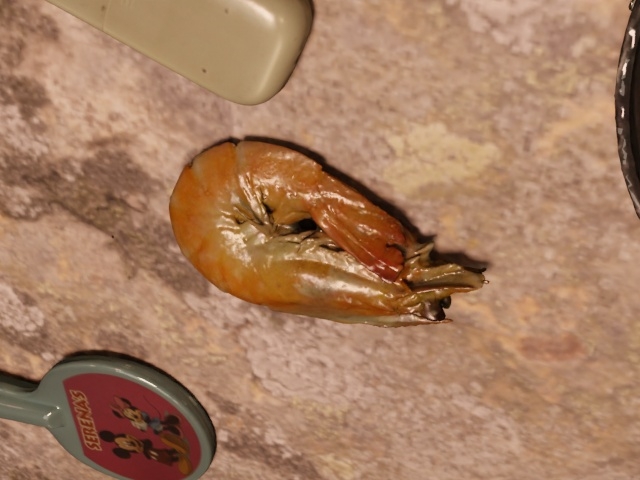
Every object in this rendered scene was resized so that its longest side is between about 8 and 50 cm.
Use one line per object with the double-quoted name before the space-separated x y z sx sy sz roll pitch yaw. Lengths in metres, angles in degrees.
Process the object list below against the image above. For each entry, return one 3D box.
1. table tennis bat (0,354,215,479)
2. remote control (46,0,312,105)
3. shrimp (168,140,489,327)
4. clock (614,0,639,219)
"table tennis bat" -0.205 0.147 0.865 0.244 0.040 0.152 10 130 12
"remote control" -0.149 -0.175 0.575 0.310 0.038 0.090 29 132 1
"shrimp" -0.001 0.001 0.641 0.217 0.051 0.115 15 129 17
"clock" 0.279 -0.059 0.427 0.313 0.061 0.312 15 126 22
